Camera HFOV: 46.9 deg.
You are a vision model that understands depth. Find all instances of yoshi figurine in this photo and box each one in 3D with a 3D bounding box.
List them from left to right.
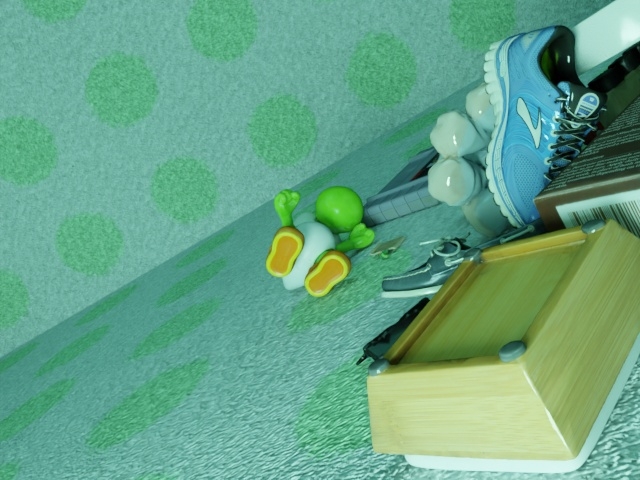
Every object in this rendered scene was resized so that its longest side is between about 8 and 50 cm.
[{"bbox_3d":[0.007,-0.026,1.560,0.203,0.203,0.362,-12,14,10],"label":"yoshi figurine"}]

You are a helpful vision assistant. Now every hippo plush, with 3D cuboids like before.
[{"bbox_3d":[0.297,-0.166,1.281,0.294,0.234,0.236,-31,13,1],"label":"hippo plush"}]

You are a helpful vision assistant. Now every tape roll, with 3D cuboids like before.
[{"bbox_3d":[0.516,-0.365,1.192,0.392,0.072,0.392,-30,1,1],"label":"tape roll"}]

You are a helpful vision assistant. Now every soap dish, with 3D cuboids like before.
[{"bbox_3d":[0.198,0.100,0.756,0.229,0.118,0.291,-16,20,48],"label":"soap dish"}]

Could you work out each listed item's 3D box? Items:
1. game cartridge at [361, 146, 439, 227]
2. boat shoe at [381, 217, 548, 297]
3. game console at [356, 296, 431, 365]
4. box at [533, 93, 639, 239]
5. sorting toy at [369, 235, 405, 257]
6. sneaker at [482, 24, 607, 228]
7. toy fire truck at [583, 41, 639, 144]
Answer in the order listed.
[{"bbox_3d":[0.258,-0.160,1.758,0.230,0.068,0.355,-24,13,43],"label":"game cartridge"},{"bbox_3d":[0.199,0.027,1.021,0.255,0.079,0.095,-15,-2,26],"label":"boat shoe"},{"bbox_3d":[0.120,0.142,1.013,0.122,0.071,0.107,-36,44,-21],"label":"game console"},{"bbox_3d":[0.457,-0.106,0.916,0.381,0.143,0.191,-40,15,-30],"label":"box"},{"bbox_3d":[0.129,0.018,1.463,0.062,0.012,0.083,-16,16,35],"label":"sorting toy"},{"bbox_3d":[0.321,-0.154,1.042,0.130,0.330,0.147,3,-13,-35],"label":"sneaker"},{"bbox_3d":[0.522,-0.272,1.422,0.217,0.158,0.246,-39,3,-32],"label":"toy fire truck"}]
